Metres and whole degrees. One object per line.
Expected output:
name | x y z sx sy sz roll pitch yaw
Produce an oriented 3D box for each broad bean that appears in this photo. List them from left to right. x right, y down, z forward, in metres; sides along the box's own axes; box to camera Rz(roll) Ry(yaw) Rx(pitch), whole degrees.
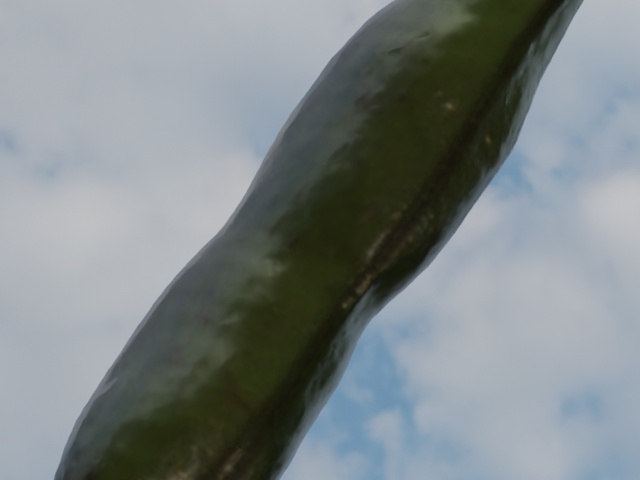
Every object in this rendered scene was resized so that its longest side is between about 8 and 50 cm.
broad bean | 0.000 0.000 0.418 0.061 0.077 0.339 40 -104 -21
